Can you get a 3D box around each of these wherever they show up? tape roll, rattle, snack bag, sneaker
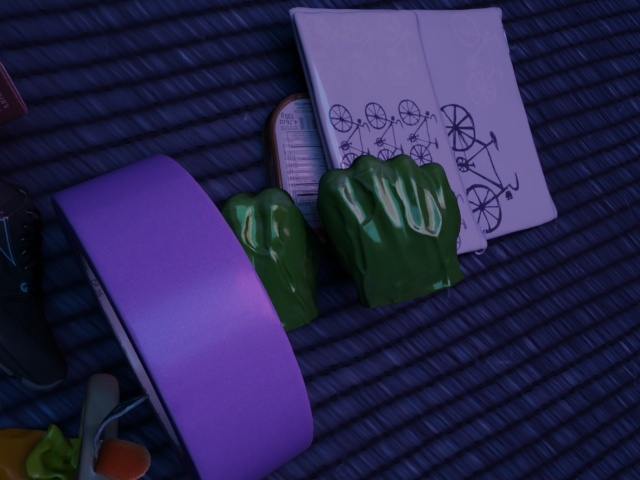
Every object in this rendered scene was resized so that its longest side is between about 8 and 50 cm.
[{"bbox_3d":[-0.117,0.072,0.499,0.090,0.275,0.274,-28,91,-23],"label":"tape roll"},{"bbox_3d":[-0.221,0.162,0.484,0.143,0.200,0.130,24,73,-15],"label":"rattle"},{"bbox_3d":[0.148,-0.137,0.744,0.343,0.037,0.323,-12,85,-29],"label":"snack bag"},{"bbox_3d":[-0.292,0.010,0.541,0.106,0.101,0.267,-33,93,-25],"label":"sneaker"}]

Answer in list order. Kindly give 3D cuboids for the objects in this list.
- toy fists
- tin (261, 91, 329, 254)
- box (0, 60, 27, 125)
[{"bbox_3d":[0.000,0.000,0.608,0.279,0.096,0.142,-15,100,10],"label":"toy fists"},{"bbox_3d":[-0.009,-0.078,0.697,0.106,0.040,0.189,-6,83,-17],"label":"tin"},{"bbox_3d":[-0.376,-0.155,0.457,0.203,0.167,0.168,-33,57,-19],"label":"box"}]
